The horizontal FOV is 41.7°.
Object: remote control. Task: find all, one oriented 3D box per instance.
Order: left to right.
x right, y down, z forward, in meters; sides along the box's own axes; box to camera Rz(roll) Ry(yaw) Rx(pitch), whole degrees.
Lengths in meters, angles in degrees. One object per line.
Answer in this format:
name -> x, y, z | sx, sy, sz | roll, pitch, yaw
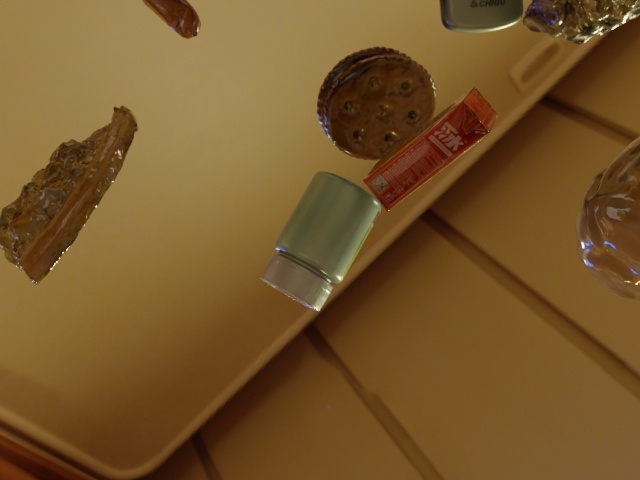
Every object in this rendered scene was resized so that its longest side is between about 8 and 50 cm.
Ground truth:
remote control -> 0.241, -0.472, 1.297 | 0.140, 0.296, 0.056 | -8, -167, -12

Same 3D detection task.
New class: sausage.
sausage -> -0.287, -0.450, 1.624 | 0.183, 0.054, 0.062 | 42, -71, 20

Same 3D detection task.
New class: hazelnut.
hazelnut -> 0.506, -0.030, 1.198 | 0.261, 0.241, 0.261 | -58, -168, 19

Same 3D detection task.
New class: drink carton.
drink carton -> 0.179, -0.149, 1.374 | 0.223, 0.071, 0.096 | -38, -174, 30

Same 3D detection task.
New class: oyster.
oyster -> 0.466, -0.409, 1.267 | 0.337, 0.133, 0.198 | -32, -176, 11

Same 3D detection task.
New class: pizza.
pizza -> -0.387, -0.065, 1.230 | 0.223, 0.089, 0.323 | -19, -142, 42

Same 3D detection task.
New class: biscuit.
biscuit -> 0.103, -0.248, 1.545 | 0.220, 0.220, 0.066 | -37, -143, 11

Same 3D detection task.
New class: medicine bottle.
medicine bottle -> 0.000, 0.000, 1.495 | 0.139, 0.139, 0.225 | 21, -102, 50
